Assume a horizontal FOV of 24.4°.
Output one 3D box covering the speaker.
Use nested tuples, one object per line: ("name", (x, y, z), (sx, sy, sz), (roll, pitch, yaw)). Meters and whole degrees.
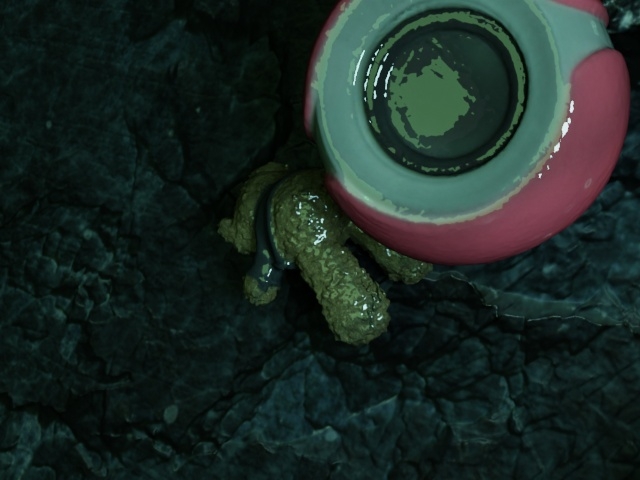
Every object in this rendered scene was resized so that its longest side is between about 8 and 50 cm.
("speaker", (0.131, -0.117, 1.319), (0.294, 0.294, 0.294), (-9, 74, 34))

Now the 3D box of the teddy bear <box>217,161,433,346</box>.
("teddy bear", (-0.005, -0.014, 1.480), (0.251, 0.129, 0.182), (24, 57, 42))
